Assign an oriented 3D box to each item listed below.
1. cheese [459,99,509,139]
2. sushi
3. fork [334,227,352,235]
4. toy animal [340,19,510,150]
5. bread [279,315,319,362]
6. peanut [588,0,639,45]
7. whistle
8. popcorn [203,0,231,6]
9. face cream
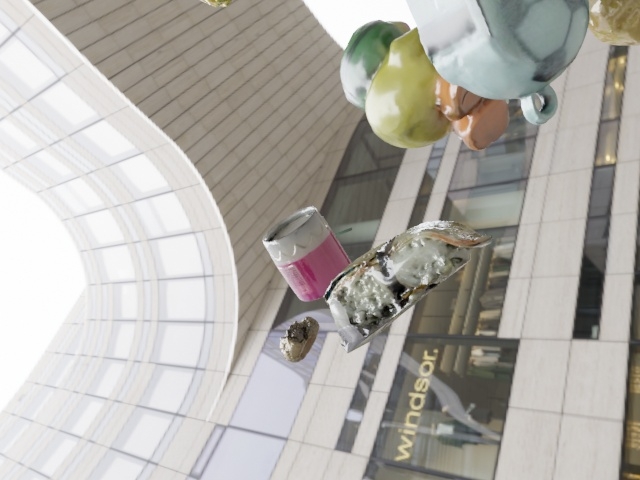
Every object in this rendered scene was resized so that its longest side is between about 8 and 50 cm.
[{"bbox_3d":[0.328,-0.263,1.123,0.026,0.120,0.067,10,-125,-53],"label":"cheese"},{"bbox_3d":[0.114,0.037,0.775,0.134,0.273,0.109,-27,-106,-46],"label":"sushi"},{"bbox_3d":[-0.001,-0.001,1.625,0.235,0.021,0.039,-21,-54,-32],"label":"fork"},{"bbox_3d":[0.155,-0.271,0.976,0.191,0.338,0.216,-47,-42,4],"label":"toy animal"},{"bbox_3d":[-0.051,0.224,1.220,0.113,0.060,0.082,-41,-29,-55],"label":"bread"},{"bbox_3d":[0.319,-0.388,0.546,0.169,0.192,0.387,-90,-20,-61],"label":"peanut"},{"bbox_3d":[0.178,-0.253,0.558,0.163,0.163,0.290,-38,-74,-44],"label":"whistle"},{"bbox_3d":[-0.209,-0.574,1.100,0.197,0.155,0.198,-1,-80,-8],"label":"popcorn"},{"bbox_3d":[-0.033,0.034,1.432,0.195,0.175,0.175,56,-132,-17],"label":"face cream"}]
